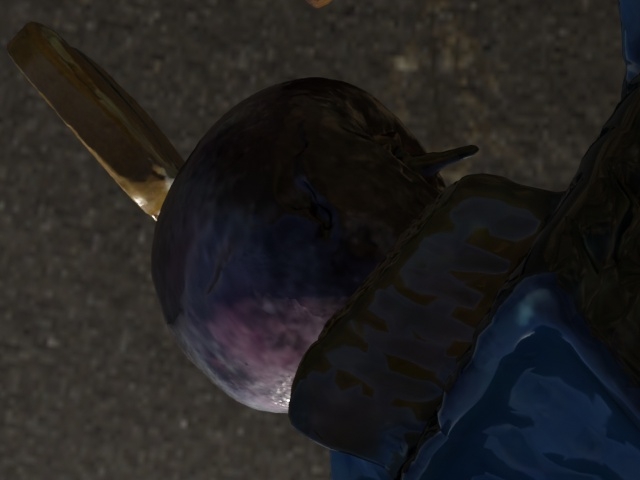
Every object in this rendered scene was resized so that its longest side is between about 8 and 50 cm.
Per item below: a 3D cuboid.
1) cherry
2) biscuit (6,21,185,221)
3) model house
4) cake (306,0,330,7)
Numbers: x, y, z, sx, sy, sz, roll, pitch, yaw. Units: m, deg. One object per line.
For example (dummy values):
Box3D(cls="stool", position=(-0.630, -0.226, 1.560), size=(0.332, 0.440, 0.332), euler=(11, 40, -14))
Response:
Box3D(cls="cherry", position=(-0.005, 0.009, 1.081), size=(0.195, 0.195, 0.195), euler=(4, 146, 3))
Box3D(cls="biscuit", position=(-0.170, -0.082, 1.789), size=(0.057, 0.287, 0.344), euler=(-41, 172, 0))
Box3D(cls="model house", position=(0.082, 0.035, 0.598), size=(0.226, 0.261, 0.241), euler=(5, 125, 26))
Box3D(cls="cake", position=(0.062, -0.323, 1.382), size=(0.293, 0.196, 0.199), euler=(-26, 168, 4))
